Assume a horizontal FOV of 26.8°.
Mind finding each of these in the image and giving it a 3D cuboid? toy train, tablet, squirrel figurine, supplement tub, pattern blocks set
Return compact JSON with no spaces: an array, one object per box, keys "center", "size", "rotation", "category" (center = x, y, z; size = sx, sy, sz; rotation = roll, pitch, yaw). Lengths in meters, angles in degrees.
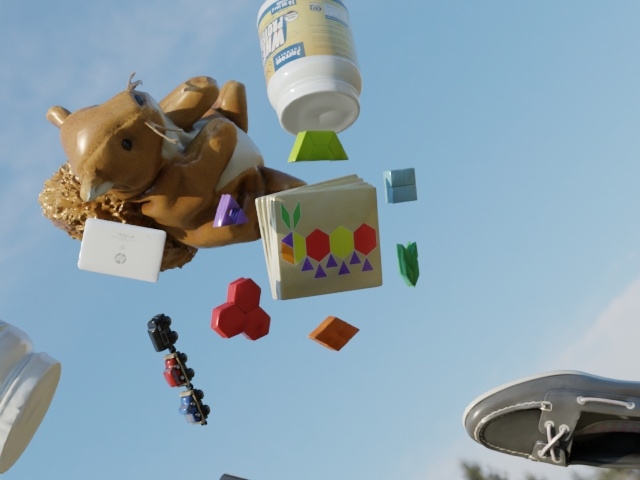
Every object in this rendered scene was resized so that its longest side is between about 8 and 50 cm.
[{"center":[-0.184,0.170,1.728],"size":[0.027,0.158,0.036],"rotation":[-14,12,45],"category":"toy train"},{"center":[-0.203,0.010,1.379],"size":[0.006,0.083,0.054],"rotation":[136,144,-87],"category":"tablet"},{"center":[-0.292,-0.096,2.195],"size":[0.397,0.281,0.370],"rotation":[-40,-27,29],"category":"squirrel figurine"},{"center":[-0.015,-0.269,2.029],"size":[0.144,0.199,0.144],"rotation":[-7,-31,-4],"category":"supplement tub"},{"center":[-0.614,0.213,2.176],"size":[0.241,0.331,0.241],"rotation":[-63,-3,-7],"category":"supplement tub"},{"center":[0.000,0.000,1.738],"size":[0.325,0.285,0.026],"rotation":[4,-2,-37],"category":"pattern blocks set"}]

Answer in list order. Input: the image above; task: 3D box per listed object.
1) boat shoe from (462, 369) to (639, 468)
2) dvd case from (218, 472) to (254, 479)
[{"center":[0.345,0.227,1.635],"size":[0.335,0.095,0.112],"rotation":[-1,-56,-10],"category":"boat shoe"},{"center":[-0.003,0.364,1.673],"size":[0.239,0.179,0.029],"rotation":[1,51,51],"category":"dvd case"}]
